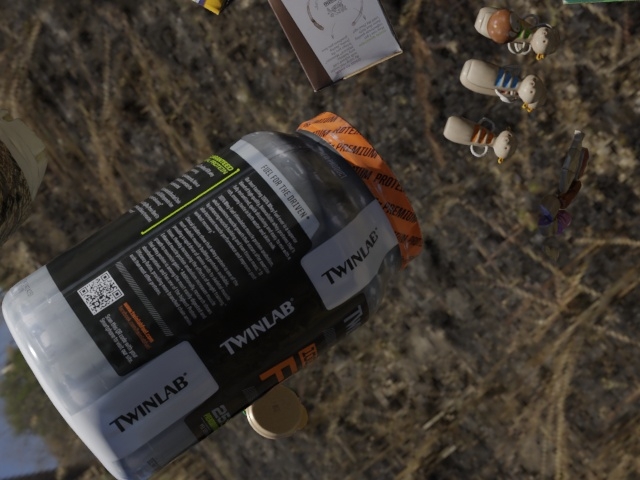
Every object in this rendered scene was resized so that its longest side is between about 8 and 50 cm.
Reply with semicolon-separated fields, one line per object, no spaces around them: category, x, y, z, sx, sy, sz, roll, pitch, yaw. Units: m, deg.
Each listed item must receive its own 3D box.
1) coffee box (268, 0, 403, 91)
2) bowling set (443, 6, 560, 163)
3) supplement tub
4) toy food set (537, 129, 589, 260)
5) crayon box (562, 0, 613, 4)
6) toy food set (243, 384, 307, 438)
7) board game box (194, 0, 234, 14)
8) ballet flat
coffee box;-0.020;-0.289;0.942;0.246;0.098;0.141;61;-170;-29
bowling set;0.323;-0.284;1.595;0.154;0.287;0.200;18;167;-2
supplement tub;-0.082;0.038;0.813;0.193;0.316;0.193;52;169;15
toy food set;0.238;-0.044;0.960;0.019;0.122;0.078;18;176;29
crayon box;0.477;-0.371;1.195;0.319;0.202;0.081;4;125;28
toy food set;-0.063;0.233;1.329;0.082;0.083;0.020;54;149;14
board game box;-0.106;-0.246;0.741;0.141;0.048;0.170;28;-150;-2
ballet flat;-0.383;-0.049;0.998;0.483;0.182;0.164;-21;104;54
